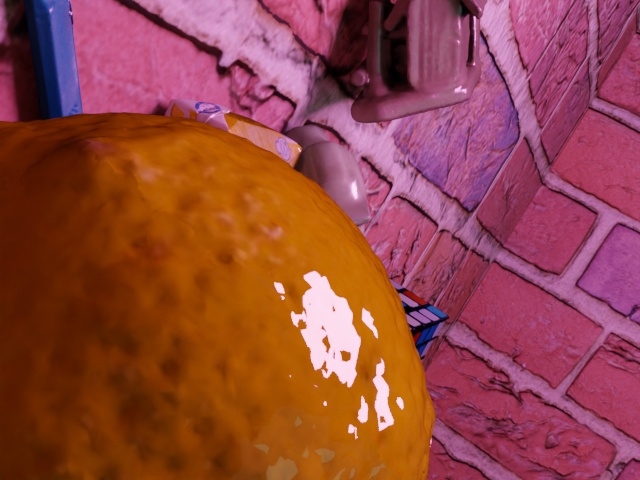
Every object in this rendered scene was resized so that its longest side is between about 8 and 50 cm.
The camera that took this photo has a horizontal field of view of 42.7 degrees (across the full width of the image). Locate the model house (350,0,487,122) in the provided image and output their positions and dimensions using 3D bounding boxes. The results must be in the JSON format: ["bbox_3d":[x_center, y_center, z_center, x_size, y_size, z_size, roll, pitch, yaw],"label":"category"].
[{"bbox_3d":[0.116,-0.231,0.874,0.229,0.122,0.188,-52,152,-59],"label":"model house"}]

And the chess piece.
[{"bbox_3d":[0.000,0.000,0.867,0.176,0.176,0.298,-46,156,-29],"label":"chess piece"}]

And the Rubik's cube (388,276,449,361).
[{"bbox_3d":[0.038,0.142,1.141,0.184,0.187,0.182,-6,127,-63],"label":"Rubik's cube"}]

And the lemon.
[{"bbox_3d":[-0.122,0.095,0.475,0.350,0.387,0.350,-40,-158,20],"label":"lemon"}]

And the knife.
[{"bbox_3d":[-0.174,-0.060,0.571,0.044,0.026,0.296,-45,154,-40],"label":"knife"}]

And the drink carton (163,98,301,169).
[{"bbox_3d":[-0.090,-0.072,0.678,0.084,0.074,0.200,-62,161,11],"label":"drink carton"}]
